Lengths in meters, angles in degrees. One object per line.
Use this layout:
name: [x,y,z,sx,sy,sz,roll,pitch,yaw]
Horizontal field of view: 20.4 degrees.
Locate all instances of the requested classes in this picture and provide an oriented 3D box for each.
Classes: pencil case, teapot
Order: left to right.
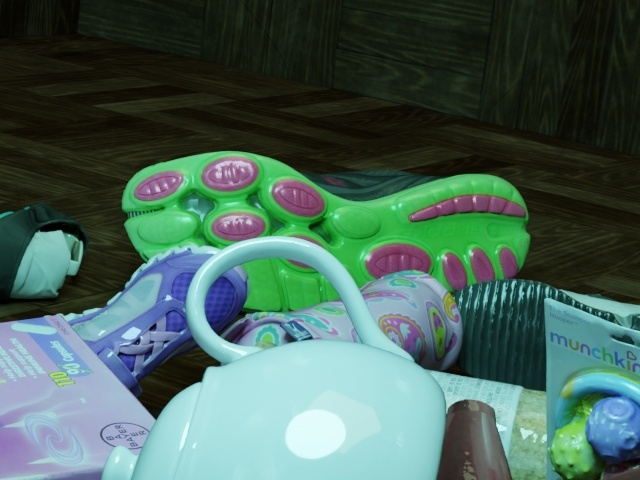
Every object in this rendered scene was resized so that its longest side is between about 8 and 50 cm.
teapot: [-0.040,0.160,1.086,0.187,0.252,0.256,18,23,-2]
pencil case: [0.023,0.100,1.665,0.124,0.124,0.284,15,15,31]

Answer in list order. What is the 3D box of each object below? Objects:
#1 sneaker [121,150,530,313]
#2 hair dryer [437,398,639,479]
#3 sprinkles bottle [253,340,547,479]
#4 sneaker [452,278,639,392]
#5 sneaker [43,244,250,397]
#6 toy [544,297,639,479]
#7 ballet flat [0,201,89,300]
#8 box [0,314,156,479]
sneaker: [0.000,0.000,2.050,0.482,0.185,0.202,5,-5,-21]
hair dryer: [0.158,0.200,1.203,0.080,0.223,0.293,53,-8,-38]
sprinkles bottle: [0.108,0.166,1.436,0.355,0.121,0.121,9,14,9]
sneaker: [0.288,0.115,1.806,0.330,0.122,0.146,9,-4,13]
sneaker: [-0.166,0.092,1.546,0.236,0.095,0.104,-27,24,11]
toy: [0.210,0.168,1.277,0.137,0.237,0.056,19,43,32]
ballet flat: [-0.311,0.012,1.931,0.096,0.095,0.280,20,14,3]
box: [-0.249,0.158,1.203,0.243,0.117,0.213,-7,27,-30]
